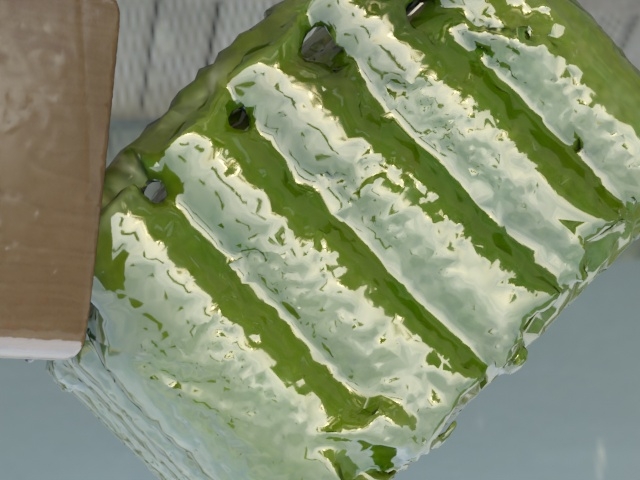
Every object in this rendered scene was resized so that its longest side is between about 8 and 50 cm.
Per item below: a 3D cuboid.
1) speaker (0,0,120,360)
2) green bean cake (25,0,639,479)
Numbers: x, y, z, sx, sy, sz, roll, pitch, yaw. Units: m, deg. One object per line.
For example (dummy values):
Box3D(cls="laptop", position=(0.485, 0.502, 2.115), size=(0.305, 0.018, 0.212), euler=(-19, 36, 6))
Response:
Box3D(cls="speaker", position=(-0.221, -0.043, 0.792), size=(0.153, 0.193, 0.231), euler=(7, 179, 38))
Box3D(cls="green bean cake", position=(0.000, 0.000, 1.051), size=(0.335, 0.218, 0.319), euler=(-42, -177, -16))
